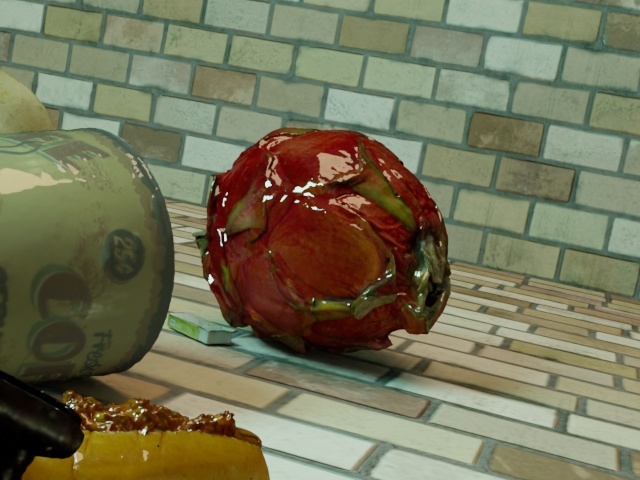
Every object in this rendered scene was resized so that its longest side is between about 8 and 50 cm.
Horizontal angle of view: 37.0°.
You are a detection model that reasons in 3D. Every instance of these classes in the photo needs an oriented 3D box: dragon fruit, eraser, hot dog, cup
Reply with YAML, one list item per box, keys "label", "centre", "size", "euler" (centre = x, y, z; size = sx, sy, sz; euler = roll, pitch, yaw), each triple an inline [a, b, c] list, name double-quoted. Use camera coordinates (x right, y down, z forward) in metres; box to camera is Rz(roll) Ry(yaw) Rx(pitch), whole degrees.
- label: "dragon fruit"
  centre: [0.000, 0.000, 1.152]
  size: [0.342, 0.278, 0.277]
  euler: [-1, 0, 30]
- label: "eraser"
  centre: [-0.143, 0.104, 1.130]
  size: [0.038, 0.019, 0.083]
  euler: [7, 7, -42]
- label: "hot dog"
  centre: [-0.141, 0.134, 0.591]
  size: [0.249, 0.076, 0.102]
  euler: [7, 10, -34]
- label: "cup"
  centre: [-0.316, 0.025, 0.813]
  size: [0.301, 0.227, 0.257]
  euler: [-23, -13, 40]

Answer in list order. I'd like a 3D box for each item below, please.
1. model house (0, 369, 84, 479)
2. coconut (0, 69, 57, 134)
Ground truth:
- label: "model house"
  centre: [-0.246, 0.114, 0.449]
  size: [0.203, 0.164, 0.141]
  euler: [8, -30, 22]
- label: "coconut"
  centre: [-0.478, -0.095, 1.220]
  size: [0.328, 0.329, 0.329]
  euler: [10, 6, -1]
